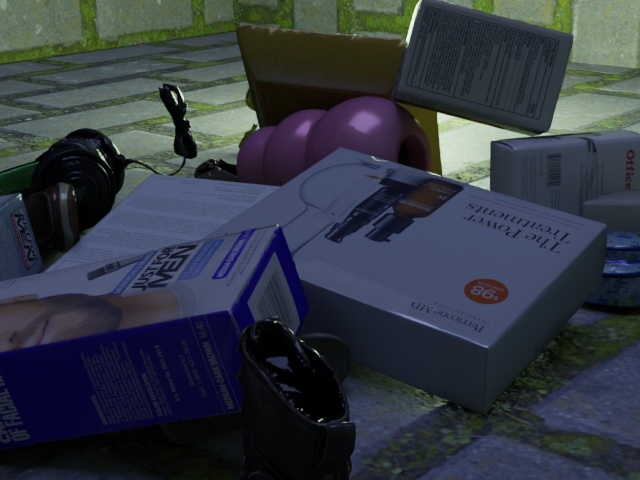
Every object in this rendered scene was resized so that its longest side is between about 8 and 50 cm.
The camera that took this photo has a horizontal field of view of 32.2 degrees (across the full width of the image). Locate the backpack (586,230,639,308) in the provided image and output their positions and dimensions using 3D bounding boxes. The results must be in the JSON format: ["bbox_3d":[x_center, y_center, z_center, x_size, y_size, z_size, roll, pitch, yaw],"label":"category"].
[{"bbox_3d":[0.372,0.035,1.405,0.105,0.084,0.114,4,21,23],"label":"backpack"}]

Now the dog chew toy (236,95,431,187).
[{"bbox_3d":[0.006,-0.121,1.751,0.332,0.206,0.207,2,16,36],"label":"dog chew toy"}]

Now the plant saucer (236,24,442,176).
[{"bbox_3d":[0.028,-0.199,1.868,0.333,0.332,0.081,8,53,16],"label":"plant saucer"}]

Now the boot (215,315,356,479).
[{"bbox_3d":[-0.033,0.161,0.782,0.091,0.228,0.263,-9,19,-24],"label":"boot"}]

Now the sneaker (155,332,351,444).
[{"bbox_3d":[-0.084,0.129,1.131,0.222,0.083,0.118,-13,21,-30],"label":"sneaker"}]

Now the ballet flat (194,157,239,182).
[{"bbox_3d":[-0.108,-0.110,1.933,0.250,0.058,0.084,6,17,24],"label":"ballet flat"}]

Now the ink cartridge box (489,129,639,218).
[{"bbox_3d":[0.364,-0.076,1.631,0.218,0.158,0.092,-5,15,-14],"label":"ink cartridge box"}]

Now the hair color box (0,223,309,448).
[{"bbox_3d":[-0.199,0.094,1.055,0.339,0.110,0.185,-13,21,17],"label":"hair color box"}]

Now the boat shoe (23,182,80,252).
[{"bbox_3d":[-0.398,-0.022,1.562,0.095,0.095,0.257,-6,-6,-19],"label":"boat shoe"}]

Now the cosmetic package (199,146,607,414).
[{"bbox_3d":[0.095,0.027,1.276,0.377,0.097,0.284,19,39,31],"label":"cosmetic package"}]

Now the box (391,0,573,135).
[{"bbox_3d":[0.237,-0.256,1.653,0.232,0.148,0.127,15,1,-1],"label":"box"}]

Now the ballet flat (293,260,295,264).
[{"bbox_3d":[-0.107,0.088,1.180,0.206,0.073,0.067,-39,25,21],"label":"ballet flat"}]

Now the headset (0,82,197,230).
[{"bbox_3d":[-0.397,-0.128,1.800,0.394,0.185,0.243,-12,18,1],"label":"headset"}]

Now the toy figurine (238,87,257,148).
[{"bbox_3d":[0.041,-0.228,2.266,0.363,0.191,0.217,2,-14,33],"label":"toy figurine"}]

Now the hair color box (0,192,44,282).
[{"bbox_3d":[-0.477,0.061,1.270,0.185,0.113,0.374,-11,16,9],"label":"hair color box"}]

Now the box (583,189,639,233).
[{"bbox_3d":[0.494,-0.014,1.464,0.113,0.094,0.275,-15,12,-40],"label":"box"}]

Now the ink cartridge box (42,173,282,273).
[{"bbox_3d":[-0.181,0.049,1.454,0.308,0.091,0.385,7,36,24],"label":"ink cartridge box"}]
